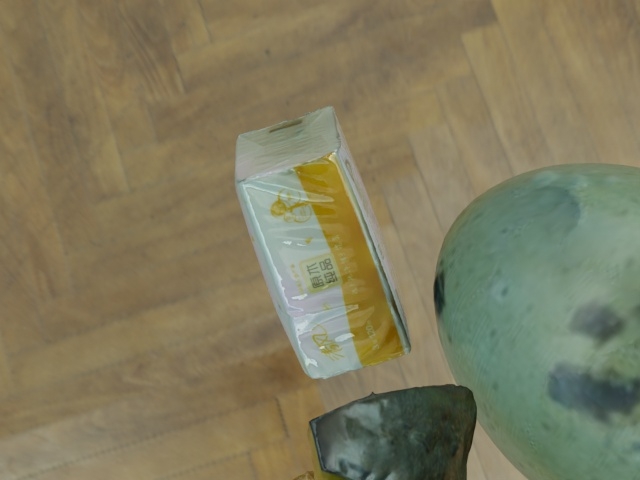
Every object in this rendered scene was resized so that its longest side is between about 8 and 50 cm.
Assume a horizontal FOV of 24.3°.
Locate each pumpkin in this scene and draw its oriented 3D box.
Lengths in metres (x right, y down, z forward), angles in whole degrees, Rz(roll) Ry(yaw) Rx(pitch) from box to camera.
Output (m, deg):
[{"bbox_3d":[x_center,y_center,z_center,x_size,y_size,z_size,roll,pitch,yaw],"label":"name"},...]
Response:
[{"bbox_3d":[0.051,0.190,0.997,0.149,0.254,0.130,-14,69,-16],"label":"pumpkin"}]

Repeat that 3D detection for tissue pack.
[{"bbox_3d":[0.000,0.000,1.527,0.124,0.185,0.225,-18,109,6],"label":"tissue pack"}]

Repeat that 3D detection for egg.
[{"bbox_3d":[0.306,0.102,1.470,0.428,0.345,0.345,29,80,19],"label":"egg"}]
